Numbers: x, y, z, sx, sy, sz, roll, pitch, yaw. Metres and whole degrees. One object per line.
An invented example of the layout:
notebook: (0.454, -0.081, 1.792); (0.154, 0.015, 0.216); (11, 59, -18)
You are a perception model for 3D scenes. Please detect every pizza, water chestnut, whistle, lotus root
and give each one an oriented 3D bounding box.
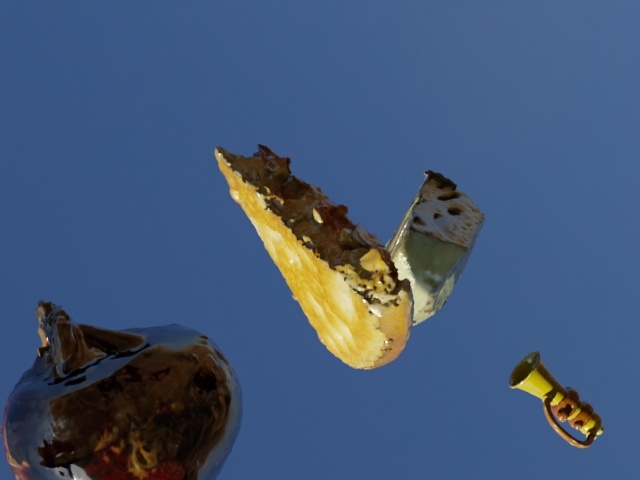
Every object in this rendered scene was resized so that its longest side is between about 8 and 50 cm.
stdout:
pizza: (0.000, 0.000, 1.271); (0.062, 0.188, 0.199); (-37, -94, -17)
water chestnut: (-0.188, 0.156, 1.609); (0.224, 0.224, 0.238); (-30, -73, -44)
whistle: (0.243, 0.163, 1.778); (0.109, 0.046, 0.057); (41, -173, -7)
lotus root: (0.089, 0.025, 1.563); (0.070, 0.144, 0.143); (26, -148, -1)
